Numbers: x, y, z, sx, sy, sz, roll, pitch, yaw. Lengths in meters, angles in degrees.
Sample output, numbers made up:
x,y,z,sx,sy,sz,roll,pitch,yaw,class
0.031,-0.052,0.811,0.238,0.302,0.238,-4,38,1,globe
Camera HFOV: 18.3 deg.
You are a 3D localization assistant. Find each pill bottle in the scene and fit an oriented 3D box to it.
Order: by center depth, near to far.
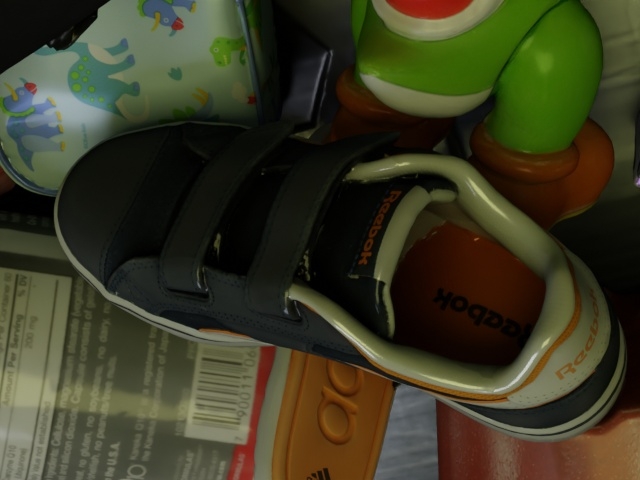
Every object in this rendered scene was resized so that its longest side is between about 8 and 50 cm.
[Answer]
x,y,z,sx,sy,sz,roll,pitch,yaw,class
-0.162,0.066,1.159,0.283,0.161,0.161,8,118,-9,pill bottle

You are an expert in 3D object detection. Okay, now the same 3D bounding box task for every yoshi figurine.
x,y,z,sx,sy,sz,roll,pitch,yaw,class
0.101,-0.195,1.020,0.204,0.203,0.362,-7,130,-10,yoshi figurine

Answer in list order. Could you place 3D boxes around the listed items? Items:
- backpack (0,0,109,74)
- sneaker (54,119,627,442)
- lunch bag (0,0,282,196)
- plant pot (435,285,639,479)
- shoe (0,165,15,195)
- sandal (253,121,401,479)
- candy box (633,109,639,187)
x,y,z,sx,sy,sz,roll,pitch,yaw,class
-0.281,-0.241,0.980,0.290,0.273,0.355,-25,70,38,backpack
0.000,0.000,1.009,0.321,0.126,0.127,17,164,18,sneaker
-0.118,-0.137,1.118,0.176,0.090,0.219,-5,116,10,lunch bag
0.179,0.179,1.153,0.272,0.272,0.265,-5,107,11,plant pot
-0.274,-0.041,1.205,0.178,0.063,0.081,-17,110,13,shoe
0.031,0.046,1.101,0.102,0.265,0.076,31,142,-33,sandal
0.275,-0.107,1.078,0.165,0.070,0.196,14,123,2,candy box
